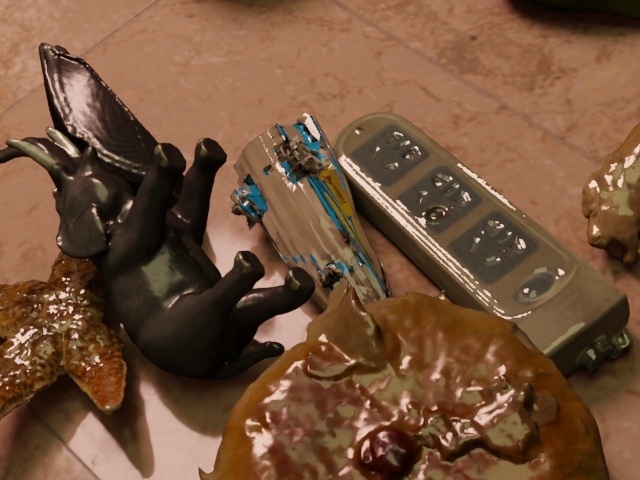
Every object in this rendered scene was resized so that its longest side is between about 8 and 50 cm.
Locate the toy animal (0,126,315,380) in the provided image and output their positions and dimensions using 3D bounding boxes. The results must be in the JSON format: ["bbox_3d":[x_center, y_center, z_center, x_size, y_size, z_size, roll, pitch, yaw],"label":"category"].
[{"bbox_3d":[-0.122,-0.014,0.878,0.269,0.082,0.137,46,115,11],"label":"toy animal"}]

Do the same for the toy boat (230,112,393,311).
[{"bbox_3d":[0.000,0.000,0.920,0.084,0.066,0.210,-42,61,21],"label":"toy boat"}]

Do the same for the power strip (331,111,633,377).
[{"bbox_3d":[0.104,-0.005,0.913,0.080,0.048,0.286,-34,54,-16],"label":"power strip"}]

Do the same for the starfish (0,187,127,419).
[{"bbox_3d":[-0.217,0.055,0.913,0.138,0.050,0.247,-6,40,-14],"label":"starfish"}]

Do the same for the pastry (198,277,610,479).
[{"bbox_3d":[0.057,0.143,0.761,0.236,0.121,0.257,-36,56,-17],"label":"pastry"}]

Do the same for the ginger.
[{"bbox_3d":[0.276,0.015,0.860,0.149,0.065,0.258,-26,58,7],"label":"ginger"}]

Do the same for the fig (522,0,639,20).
[{"bbox_3d":[0.220,-0.235,1.033,0.177,0.117,0.117,34,66,18],"label":"fig"}]

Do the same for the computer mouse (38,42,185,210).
[{"bbox_3d":[-0.170,-0.079,0.981,0.062,0.106,0.192,-42,63,-6],"label":"computer mouse"}]
